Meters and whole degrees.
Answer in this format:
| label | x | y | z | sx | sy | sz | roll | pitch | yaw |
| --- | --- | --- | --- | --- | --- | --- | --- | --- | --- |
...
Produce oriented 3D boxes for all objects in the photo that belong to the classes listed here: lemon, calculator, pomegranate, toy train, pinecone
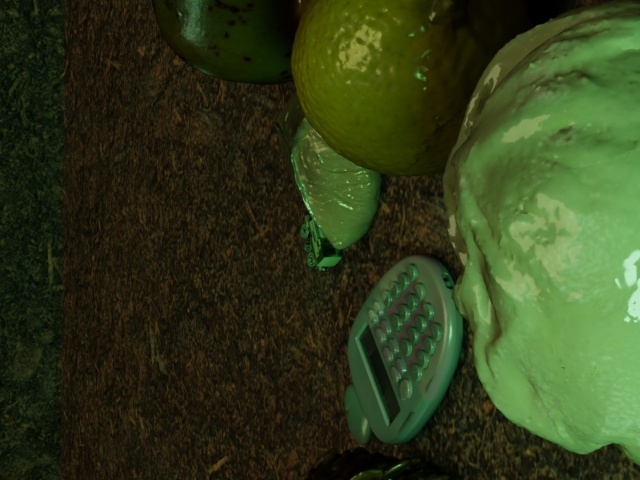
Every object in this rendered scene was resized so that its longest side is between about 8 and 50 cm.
| label | x | y | z | sx | sy | sz | roll | pitch | yaw |
| --- | --- | --- | --- | --- | --- | --- | --- | --- | --- |
| lemon | 0.094 | -0.188 | 1.440 | 0.267 | 0.267 | 0.267 | 177 | 90 | -66 |
| calculator | 0.096 | 0.140 | 1.706 | 0.299 | 0.041 | 0.185 | -64 | 37 | 44 |
| pomegranate | -0.043 | -0.329 | 1.759 | 0.323 | 0.291 | 0.290 | 12 | 107 | 24 |
| toy train | 0.000 | 0.000 | 1.911 | 0.053 | 0.033 | 0.083 | -45 | 52 | 52 |
| pinecone | 0.046 | 0.348 | 1.642 | 0.229 | 0.203 | 0.201 | 138 | 141 | -60 |

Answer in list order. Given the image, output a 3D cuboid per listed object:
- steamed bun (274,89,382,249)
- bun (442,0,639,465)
| label | x | y | z | sx | sy | sz | roll | pitch | yaw |
| --- | --- | --- | --- | --- | --- | --- | --- | --- | --- |
| steamed bun | 0.007 | -0.136 | 1.795 | 0.231 | 0.110 | 0.212 | 66 | 147 | 34 |
| bun | 0.211 | 0.008 | 1.088 | 0.365 | 0.219 | 0.365 | -10 | -90 | -74 |
